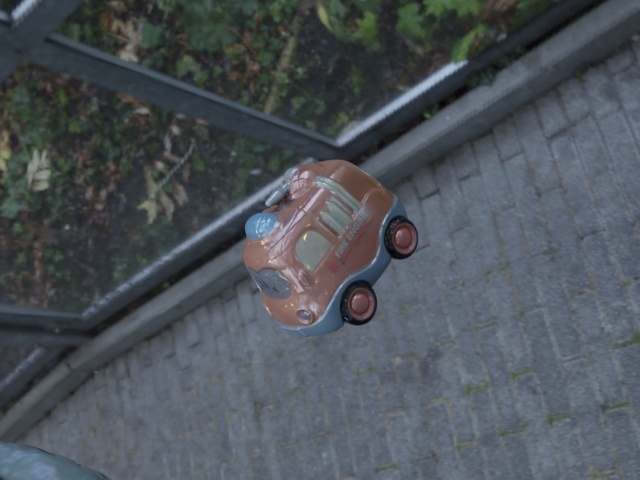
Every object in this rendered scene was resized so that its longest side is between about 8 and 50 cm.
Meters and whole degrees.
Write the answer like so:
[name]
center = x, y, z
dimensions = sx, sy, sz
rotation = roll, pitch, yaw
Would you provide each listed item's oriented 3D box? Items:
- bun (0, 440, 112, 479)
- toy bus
[bun]
center = -0.226, 0.206, 0.358
dimensions = 0.362, 0.362, 0.211
rotation = -3, 109, 40
[toy bus]
center = 0.000, 0.000, 1.339
dimensions = 0.288, 0.232, 0.194
rotation = -53, 27, -20
